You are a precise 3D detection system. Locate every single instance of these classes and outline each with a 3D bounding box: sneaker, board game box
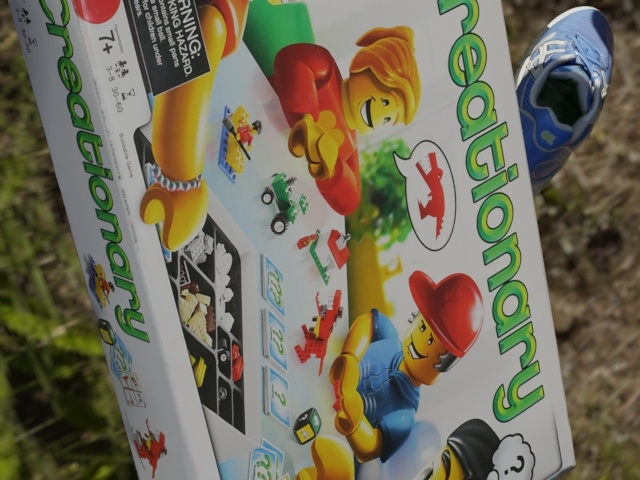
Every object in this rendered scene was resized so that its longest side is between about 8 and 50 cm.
[{"bbox_3d":[0.189,-0.113,1.478,0.080,0.211,0.081,37,136,-9],"label":"sneaker"},{"bbox_3d":[0.000,0.000,0.772,0.053,0.193,0.305,17,128,48],"label":"board game box"}]
